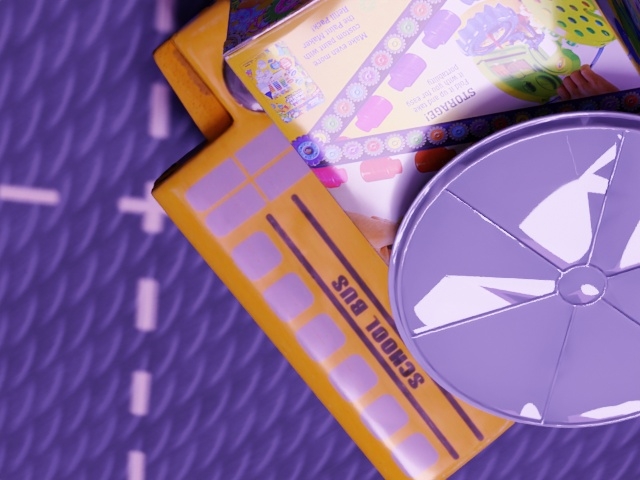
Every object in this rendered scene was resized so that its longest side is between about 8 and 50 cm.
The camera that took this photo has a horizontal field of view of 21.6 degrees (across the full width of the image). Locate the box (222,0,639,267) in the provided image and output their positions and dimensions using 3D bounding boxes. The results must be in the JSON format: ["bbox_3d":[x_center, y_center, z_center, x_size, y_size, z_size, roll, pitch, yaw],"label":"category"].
[{"bbox_3d":[0.098,-0.114,0.990,0.177,0.290,0.279,-29,120,18],"label":"box"}]

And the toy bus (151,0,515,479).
[{"bbox_3d":[0.000,0.000,1.105,0.130,0.108,0.332,-39,98,2],"label":"toy bus"}]

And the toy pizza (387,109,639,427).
[{"bbox_3d":[0.136,0.015,0.882,0.201,0.032,0.201,1,124,1],"label":"toy pizza"}]
